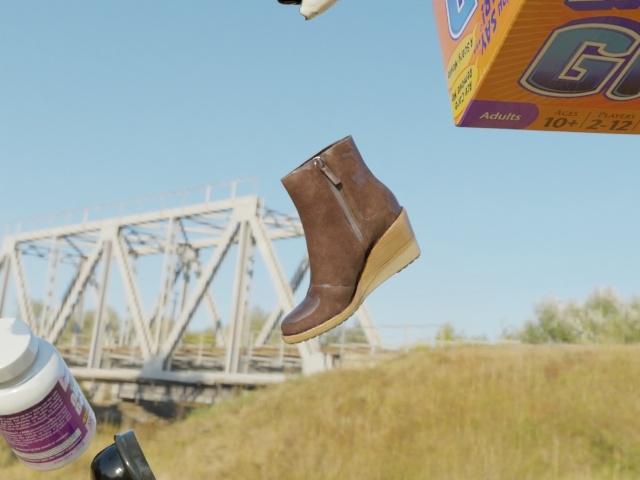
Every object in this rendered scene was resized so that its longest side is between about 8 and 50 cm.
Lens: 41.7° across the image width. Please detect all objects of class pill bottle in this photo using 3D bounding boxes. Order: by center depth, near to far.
[{"bbox_3d":[-0.547,0.287,1.579,0.169,0.169,0.301,2,-44,14],"label":"pill bottle"}]

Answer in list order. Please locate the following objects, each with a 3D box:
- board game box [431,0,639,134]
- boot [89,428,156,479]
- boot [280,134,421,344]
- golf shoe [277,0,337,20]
[{"bbox_3d":[0.324,-0.349,0.819,0.356,0.356,0.356,1,-28,-10],"label":"board game box"},{"bbox_3d":[-0.317,0.406,1.037,0.260,0.348,0.131,-17,42,-28],"label":"boot"},{"bbox_3d":[0.000,0.000,1.163,0.207,0.248,0.090,55,-11,-13],"label":"boot"},{"bbox_3d":[-0.035,-0.341,1.052,0.069,0.086,0.176,36,12,-51],"label":"golf shoe"}]
